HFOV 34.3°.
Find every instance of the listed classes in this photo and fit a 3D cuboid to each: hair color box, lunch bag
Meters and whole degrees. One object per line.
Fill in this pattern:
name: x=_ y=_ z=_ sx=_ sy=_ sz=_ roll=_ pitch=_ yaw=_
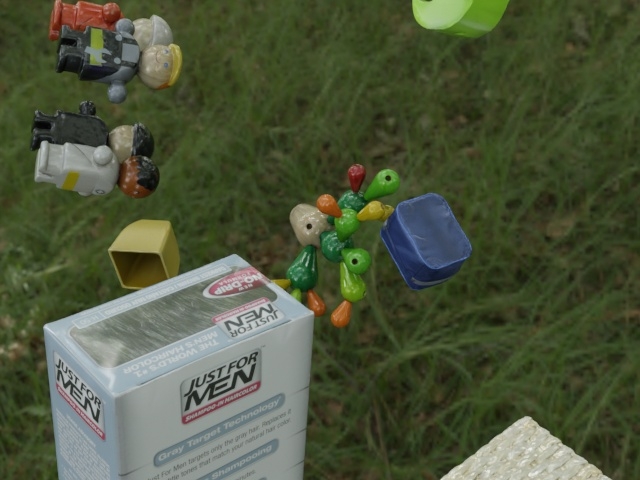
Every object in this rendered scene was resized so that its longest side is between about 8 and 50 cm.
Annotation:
hair color box: x=-0.119 y=0.217 z=0.909 sx=0.185 sy=0.374 sz=0.113 roll=-21 pitch=40 yaw=-35
lunch bag: x=0.110 y=0.000 z=1.126 sx=0.067 sy=0.065 sz=0.098 roll=-16 pitch=67 yaw=-26

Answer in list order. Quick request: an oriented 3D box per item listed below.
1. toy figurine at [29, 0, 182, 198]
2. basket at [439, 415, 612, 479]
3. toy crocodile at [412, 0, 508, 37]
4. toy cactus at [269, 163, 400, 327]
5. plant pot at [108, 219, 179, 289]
toy figurine: x=-0.240 y=-0.158 z=1.183 sx=0.148 sy=0.213 sz=0.209 roll=8 pitch=18 yaw=-21
basket: x=0.359 y=0.550 z=1.828 sx=0.331 sy=0.266 sz=0.328 roll=-31 pitch=41 yaw=-22
toy crocodile: x=0.164 y=-0.355 z=0.967 sx=0.105 sy=0.340 sz=0.115 roll=26 pitch=29 yaw=38
toy cactus: x=0.000 y=0.000 z=1.189 sx=0.112 sy=0.219 sz=0.180 roll=21 pitch=10 yaw=-27
plant pot: x=-0.248 y=0.015 z=1.507 sx=0.081 sy=0.081 sz=0.083 roll=2 pitch=45 yaw=13
